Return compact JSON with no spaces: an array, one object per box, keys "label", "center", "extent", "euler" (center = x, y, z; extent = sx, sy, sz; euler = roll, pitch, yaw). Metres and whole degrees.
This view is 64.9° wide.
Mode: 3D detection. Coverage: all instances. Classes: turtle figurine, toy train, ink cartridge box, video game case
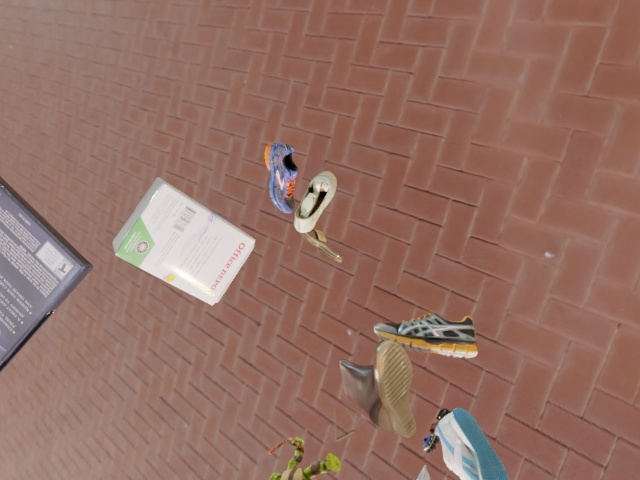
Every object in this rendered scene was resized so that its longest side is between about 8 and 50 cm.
[{"label":"turtle figurine","center":[-0.060,0.617,1.268],"extent":[0.218,0.269,0.087],"euler":[-20,113,32]},{"label":"toy train","center":[0.316,0.514,1.368],"extent":[0.036,0.158,0.027],"euler":[39,132,10]},{"label":"ink cartridge box","center":[-0.255,0.004,0.954],"extent":[0.154,0.212,0.093],"euler":[-57,29,-3]},{"label":"video game case","center":[-0.441,0.069,0.623],"extent":[0.196,0.026,0.274],"euler":[42,93,7]}]

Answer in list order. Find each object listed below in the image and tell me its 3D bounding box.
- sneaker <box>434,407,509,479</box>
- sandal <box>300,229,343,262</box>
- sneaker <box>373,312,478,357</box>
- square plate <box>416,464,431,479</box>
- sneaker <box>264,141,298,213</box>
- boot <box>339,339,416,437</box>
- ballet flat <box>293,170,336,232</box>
[{"label":"sneaker","center":[0.337,0.497,1.117],"extent":[0.092,0.088,0.228],"euler":[-54,42,34]},{"label":"sandal","center":[0.000,0.000,1.526],"extent":[0.180,0.072,0.049],"euler":[36,82,1]},{"label":"sneaker","center":[0.220,0.192,1.057],"extent":[0.215,0.084,0.083],"euler":[5,71,14]},{"label":"square plate","center":[0.118,0.628,0.883],"extent":[0.049,0.344,0.347],"euler":[24,102,13]},{"label":"sneaker","center":[-0.107,-0.186,1.507],"extent":[0.087,0.083,0.221],"euler":[-2,110,26]},{"label":"boot","center":[0.104,0.298,1.092],"extent":[0.207,0.090,0.248],"euler":[16,126,51]},{"label":"ballet flat","center":[-0.008,-0.090,1.028],"extent":[0.057,0.052,0.168],"euler":[13,58,14]}]
